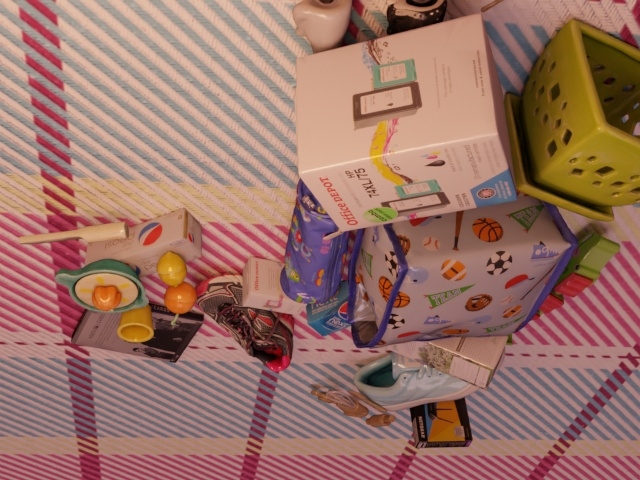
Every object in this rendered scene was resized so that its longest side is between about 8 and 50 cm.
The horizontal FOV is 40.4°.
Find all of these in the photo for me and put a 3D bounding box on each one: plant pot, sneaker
[{"bbox_3d":[0.421,-0.167,1.356,0.228,0.227,0.207,17,142,-26],"label":"plant pot"},{"bbox_3d":[0.237,0.295,1.979,0.366,0.135,0.150,-29,141,26],"label":"sneaker"},{"bbox_3d":[-0.147,0.166,1.794,0.121,0.112,0.299,-27,136,25],"label":"sneaker"}]

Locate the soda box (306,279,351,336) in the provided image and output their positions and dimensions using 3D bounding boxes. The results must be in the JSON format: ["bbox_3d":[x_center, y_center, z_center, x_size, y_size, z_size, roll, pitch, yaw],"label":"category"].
[{"bbox_3d":[0.075,0.123,1.795,0.210,0.071,0.067,-24,138,22],"label":"soda box"}]

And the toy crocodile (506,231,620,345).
[{"bbox_3d":[0.465,0.098,1.780,0.115,0.105,0.340,23,133,-31],"label":"toy crocodile"}]

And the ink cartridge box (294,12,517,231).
[{"bbox_3d":[0.121,-0.158,1.234,0.270,0.197,0.198,-10,153,17],"label":"ink cartridge box"}]

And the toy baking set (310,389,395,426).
[{"bbox_3d":[0.081,0.406,2.097,0.196,0.030,0.256,25,160,-16],"label":"toy baking set"}]

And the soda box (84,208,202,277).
[{"bbox_3d":[-0.329,0.017,1.616,0.216,0.074,0.069,-18,140,16],"label":"soda box"}]

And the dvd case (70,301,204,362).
[{"bbox_3d":[-0.393,0.189,1.862,0.238,0.030,0.179,15,137,-23],"label":"dvd case"}]

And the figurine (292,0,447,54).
[{"bbox_3d":[0.065,-0.283,1.281,0.215,0.092,0.209,-2,146,-3],"label":"figurine"}]

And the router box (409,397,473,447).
[{"bbox_3d":[0.283,0.407,2.090,0.133,0.179,0.046,0,144,-8],"label":"router box"}]

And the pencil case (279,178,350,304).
[{"bbox_3d":[0.000,0.000,1.587,0.119,0.133,0.306,-10,145,-17],"label":"pencil case"}]

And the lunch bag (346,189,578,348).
[{"bbox_3d":[0.227,0.059,1.583,0.327,0.239,0.385,-6,143,-10],"label":"lunch bag"}]

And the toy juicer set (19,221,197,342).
[{"bbox_3d":[-0.351,0.073,1.551,0.209,0.089,0.329,-20,139,19],"label":"toy juicer set"}]

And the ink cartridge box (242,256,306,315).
[{"bbox_3d":[-0.091,0.090,1.722,0.122,0.088,0.052,13,141,-21],"label":"ink cartridge box"}]

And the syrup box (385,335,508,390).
[{"bbox_3d":[0.263,0.214,1.835,0.237,0.096,0.093,22,144,16],"label":"syrup box"}]

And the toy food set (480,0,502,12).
[{"bbox_3d":[0.220,-0.382,1.222,0.078,0.019,0.122,-28,128,26],"label":"toy food set"}]
